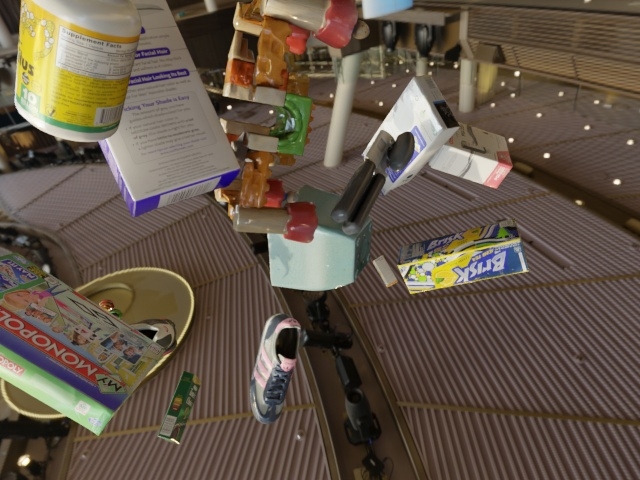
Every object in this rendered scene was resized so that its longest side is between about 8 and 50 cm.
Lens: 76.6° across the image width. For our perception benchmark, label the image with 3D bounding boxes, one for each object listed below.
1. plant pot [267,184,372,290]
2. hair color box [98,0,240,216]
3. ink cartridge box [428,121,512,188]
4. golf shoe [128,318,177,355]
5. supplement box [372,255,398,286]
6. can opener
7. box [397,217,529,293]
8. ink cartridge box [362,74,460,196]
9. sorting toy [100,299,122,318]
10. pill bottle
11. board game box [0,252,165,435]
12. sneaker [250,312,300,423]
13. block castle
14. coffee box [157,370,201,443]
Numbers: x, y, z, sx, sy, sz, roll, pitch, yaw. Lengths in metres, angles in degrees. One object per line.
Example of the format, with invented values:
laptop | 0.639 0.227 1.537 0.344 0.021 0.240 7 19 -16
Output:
plant pot | 0.015 0.004 1.213 0.252 0.248 0.247 12 -149 21
hair color box | -0.297 -0.233 0.693 0.185 0.339 0.110 -24 -179 -28
ink cartridge box | 0.440 -0.265 1.211 0.217 0.092 0.159 15 -132 -4
golf shoe | -0.439 0.223 0.833 0.272 0.120 0.105 -20 -104 -15
supplement box | 0.211 0.101 1.330 0.036 0.062 0.099 -30 -98 -1
can opener | 0.121 -0.138 0.861 0.095 0.076 0.284 -15 -142 48
box | 0.203 0.025 0.589 0.168 0.059 0.054 -15 -150 26
ink cartridge box | 0.233 -0.272 1.120 0.065 0.333 0.166 -18 -105 -25
sorting toy | -0.761 0.260 1.456 0.061 0.102 0.042 -14 -145 3
pill bottle | -0.281 -0.234 0.475 0.117 0.208 0.118 23 -146 -17
board game box | -0.422 0.144 0.637 0.046 0.317 0.213 -54 -173 5
sneaker | -0.125 0.373 1.167 0.112 0.319 0.131 10 171 -29
block castle | -0.075 -0.249 0.846 0.212 0.454 0.303 2 -161 -26
coffee box | -0.411 0.492 1.197 0.040 0.113 0.184 12 -123 4
